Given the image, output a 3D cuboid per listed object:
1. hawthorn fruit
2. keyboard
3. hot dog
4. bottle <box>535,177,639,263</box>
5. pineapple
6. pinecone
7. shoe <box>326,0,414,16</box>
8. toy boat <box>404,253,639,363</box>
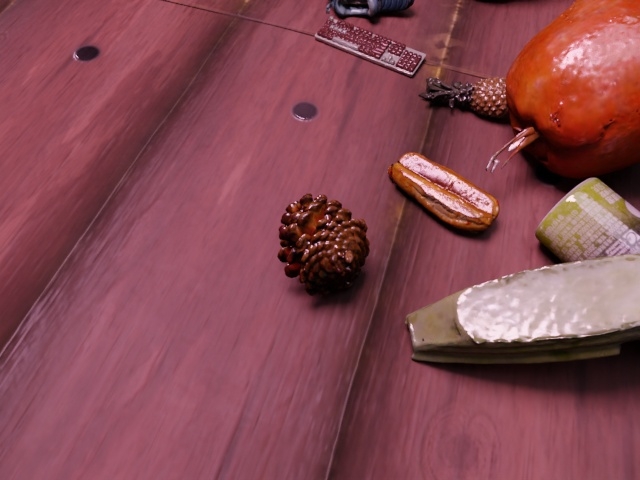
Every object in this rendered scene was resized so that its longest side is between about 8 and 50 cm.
[{"bbox_3d":[0.313,-0.171,0.636,0.299,0.211,0.211,-31,62,-5],"label":"hawthorn fruit"},{"bbox_3d":[0.076,-0.297,0.805,0.165,0.017,0.055,26,59,13],"label":"keyboard"},{"bbox_3d":[0.144,-0.057,0.639,0.144,0.038,0.062,34,63,20],"label":"hot dog"},{"bbox_3d":[0.371,0.076,0.532,0.093,0.093,0.330,-30,64,-21],"label":"bottle"},{"bbox_3d":[0.200,-0.206,0.731,0.124,0.058,0.058,14,57,6],"label":"pineapple"},{"bbox_3d":[0.003,-0.002,0.562,0.102,0.102,0.109,-6,47,-8],"label":"pinecone"},{"bbox_3d":[0.078,-0.383,0.836,0.142,0.064,0.071,3,55,1],"label":"shoe"},{"bbox_3d":[0.224,0.065,0.495,0.292,0.055,0.093,-11,65,11],"label":"toy boat"}]
